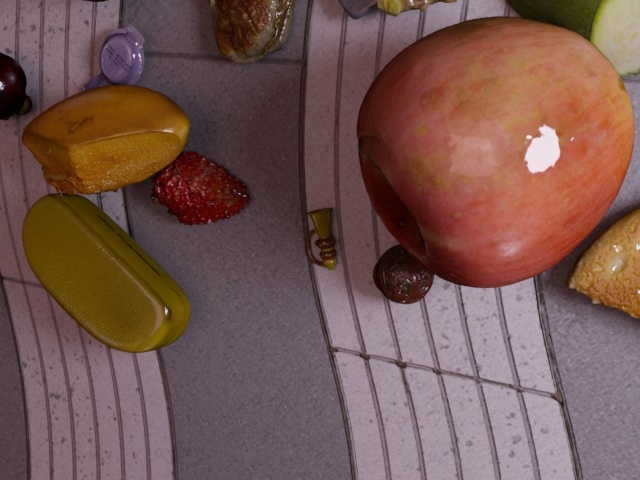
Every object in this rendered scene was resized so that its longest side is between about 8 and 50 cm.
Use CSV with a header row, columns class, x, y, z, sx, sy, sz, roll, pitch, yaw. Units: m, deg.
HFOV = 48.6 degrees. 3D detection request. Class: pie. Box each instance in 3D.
class,x,y,z,sx,sy,sz,roll,pitch,yaw
pie,-0.126,-0.404,1.225,0.163,0.079,0.194,9,100,26

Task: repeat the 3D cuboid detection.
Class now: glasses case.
class,x,y,z,sx,sy,sz,roll,pitch,yaw
glasses case,-0.415,0.072,1.376,0.371,0.141,0.173,42,102,11

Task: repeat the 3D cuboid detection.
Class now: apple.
class,x,y,z,sx,sy,sz,roll,pitch,yaw
apple,0.233,-0.124,0.959,0.363,0.364,0.364,3,98,23

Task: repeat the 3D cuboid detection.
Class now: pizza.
class,x,y,z,sx,sy,sz,roll,pitch,yaw
pizza,0.512,0.050,1.001,0.289,0.081,0.229,-33,77,24

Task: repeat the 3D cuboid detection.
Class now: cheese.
class,x,y,z,sx,sy,sz,roll,pitch,yaw
cheese,-0.396,-0.329,1.368,0.105,0.042,0.191,48,118,9

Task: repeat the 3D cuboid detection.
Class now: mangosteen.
class,x,y,z,sx,sy,sz,roll,pitch,yaw
mangosteen,-0.661,-0.307,1.444,0.152,0.152,0.153,3,98,23

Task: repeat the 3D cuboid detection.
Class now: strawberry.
class,x,y,z,sx,sy,sz,roll,pitch,yaw
strawberry,-0.237,-0.091,1.309,0.192,0.085,0.140,42,109,12

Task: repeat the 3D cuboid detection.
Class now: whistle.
class,x,y,z,sx,sy,sz,roll,pitch,yaw
whistle,-0.002,-0.001,1.242,0.057,0.046,0.109,-4,101,9

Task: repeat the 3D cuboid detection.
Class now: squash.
class,x,y,z,sx,sy,sz,roll,pitch,yaw
squash,0.388,-0.375,1.034,0.189,0.189,0.260,-53,40,20

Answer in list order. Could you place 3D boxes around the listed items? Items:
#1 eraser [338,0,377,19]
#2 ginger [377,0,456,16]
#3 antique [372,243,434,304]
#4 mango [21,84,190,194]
class,x,y,z,sx,sy,sz,roll,pitch,yaw
eraser,0.001,-0.519,1.162,0.089,0.061,0.352,-34,83,22
ginger,0.186,-0.406,1.083,0.205,0.081,0.115,-45,102,6
antique,0.138,0.054,1.156,0.104,0.104,0.104,3,98,23
mango,-0.386,-0.188,1.291,0.350,0.201,0.199,-11,83,27
